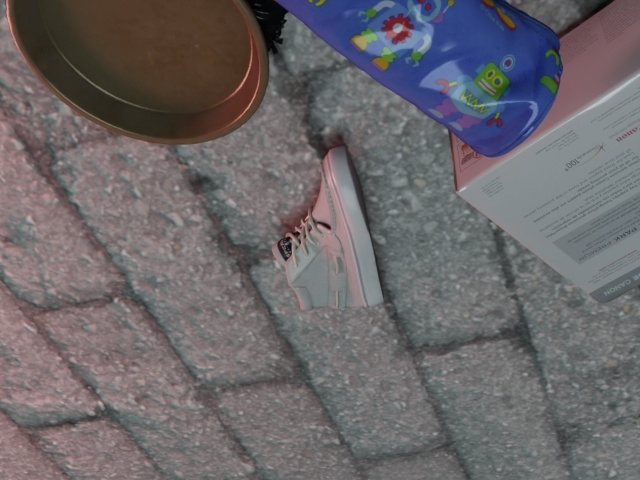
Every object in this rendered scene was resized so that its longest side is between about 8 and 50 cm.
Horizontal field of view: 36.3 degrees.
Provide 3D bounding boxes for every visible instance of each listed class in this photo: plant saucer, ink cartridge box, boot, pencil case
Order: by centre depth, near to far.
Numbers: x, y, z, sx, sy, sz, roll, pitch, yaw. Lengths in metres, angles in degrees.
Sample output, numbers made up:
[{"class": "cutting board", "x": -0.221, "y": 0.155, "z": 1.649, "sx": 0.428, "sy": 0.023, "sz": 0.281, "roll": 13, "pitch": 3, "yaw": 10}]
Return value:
[{"class": "pencil case", "x": 0.079, "y": -0.198, "z": 0.833, "sx": 0.306, "sy": 0.119, "sz": 0.133, "roll": 33, "pitch": 126, "yaw": -26}, {"class": "boot", "x": -0.083, "y": -0.245, "z": 0.993, "sx": 0.121, "sy": 0.045, "sz": 0.099, "roll": 22, "pitch": 138, "yaw": -15}, {"class": "plant saucer", "x": -0.184, "y": -0.209, "z": 1.003, "sx": 0.278, "sy": 0.041, "sz": 0.277, "roll": 9, "pitch": 141, "yaw": 8}, {"class": "ink cartridge box", "x": 0.342, "y": -0.102, "z": 1.043, "sx": 0.309, "sy": 0.130, "sz": 0.272, "roll": -34, "pitch": 127, "yaw": 31}, {"class": "boot", "x": 0.000, "y": 0.000, "z": 1.186, "sx": 0.124, "sy": 0.095, "sz": 0.258, "roll": -11, "pitch": 134, "yaw": 4}]
